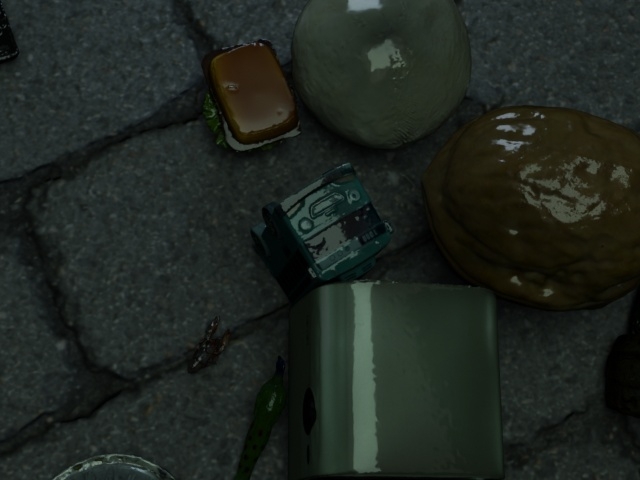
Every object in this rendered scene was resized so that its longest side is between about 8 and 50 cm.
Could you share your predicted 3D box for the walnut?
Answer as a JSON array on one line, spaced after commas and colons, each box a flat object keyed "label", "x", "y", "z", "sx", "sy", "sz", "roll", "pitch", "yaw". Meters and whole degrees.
[{"label": "walnut", "x": 0.306, "y": -0.044, "z": 1.629, "sx": 0.344, "sy": 0.306, "sz": 0.306, "roll": 15, "pitch": 74, "yaw": 3}]

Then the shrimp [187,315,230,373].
[{"label": "shrimp", "x": -0.152, "y": 0.150, "z": 1.647, "sx": 0.038, "sy": 0.029, "sz": 0.092, "roll": 26, "pitch": 70, "yaw": -1}]

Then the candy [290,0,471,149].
[{"label": "candy", "x": 0.091, "y": -0.273, "z": 1.712, "sx": 0.296, "sy": 0.185, "sz": 0.295, "roll": 1, "pitch": 76, "yaw": -3}]

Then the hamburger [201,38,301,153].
[{"label": "hamburger", "x": -0.107, "y": -0.206, "z": 1.713, "sx": 0.137, "sy": 0.087, "sz": 0.166, "roll": -16, "pitch": 78, "yaw": -11}]

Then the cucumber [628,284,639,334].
[{"label": "cucumber", "x": 0.506, "y": 0.065, "z": 1.758, "sx": 0.058, "sy": 0.058, "sz": 0.187, "roll": 23, "pitch": 75, "yaw": -3}]

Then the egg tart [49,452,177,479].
[{"label": "egg tart", "x": -0.274, "y": 0.393, "z": 1.535, "sx": 0.234, "sy": 0.094, "sz": 0.234, "roll": 1, "pitch": 76, "yaw": -6}]

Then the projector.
[{"label": "projector", "x": 0.093, "y": 0.196, "z": 1.552, "sx": 0.248, "sy": 0.248, "sz": 0.249, "roll": 4, "pitch": 75, "yaw": -15}]

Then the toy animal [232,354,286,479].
[{"label": "toy animal", "x": -0.082, "y": 0.256, "z": 1.621, "sx": 0.041, "sy": 0.075, "sz": 0.217, "roll": 21, "pitch": 102, "yaw": 0}]

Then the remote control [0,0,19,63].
[{"label": "remote control", "x": -0.506, "y": -0.368, "z": 1.725, "sx": 0.063, "sy": 0.025, "sz": 0.245, "roll": -19, "pitch": 80, "yaw": -12}]

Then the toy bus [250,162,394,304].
[{"label": "toy bus", "x": 0.000, "y": 0.000, "z": 1.592, "sx": 0.128, "sy": 0.256, "sz": 0.147, "roll": -32, "pitch": 86, "yaw": -14}]

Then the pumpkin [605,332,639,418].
[{"label": "pumpkin", "x": 0.538, "y": 0.221, "z": 1.685, "sx": 0.248, "sy": 0.126, "sz": 0.131, "roll": 15, "pitch": 76, "yaw": -5}]
